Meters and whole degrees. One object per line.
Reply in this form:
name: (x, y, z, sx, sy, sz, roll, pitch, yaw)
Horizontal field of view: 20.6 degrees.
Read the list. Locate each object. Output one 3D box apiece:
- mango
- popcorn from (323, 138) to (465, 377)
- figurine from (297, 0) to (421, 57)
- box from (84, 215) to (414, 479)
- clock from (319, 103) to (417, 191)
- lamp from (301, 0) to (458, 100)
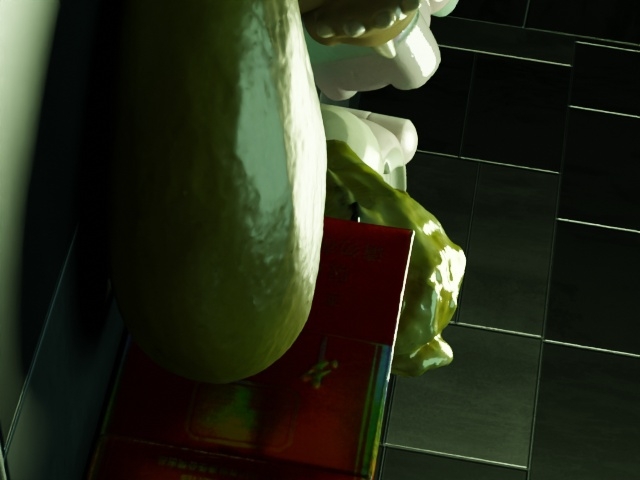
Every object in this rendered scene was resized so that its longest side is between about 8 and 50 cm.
mango: (-0.070, -0.052, 1.107, 0.195, 0.142, 0.332, -83, 173, -54)
popcorn: (0.011, 0.027, 1.670, 0.286, 0.252, 0.215, 38, -39, 47)
figurine: (0.042, -0.305, 1.883, 0.177, 0.173, 0.247, -77, 175, -46)
box: (-0.051, 0.122, 1.284, 0.089, 0.197, 0.313, 96, 4, -55)
clock: (0.000, 0.000, 2.058, 0.326, 0.184, 0.342, -50, 144, -75)
lamp: (0.067, -0.350, 2.216, 0.247, 0.247, 0.301, 48, 52, -33)
